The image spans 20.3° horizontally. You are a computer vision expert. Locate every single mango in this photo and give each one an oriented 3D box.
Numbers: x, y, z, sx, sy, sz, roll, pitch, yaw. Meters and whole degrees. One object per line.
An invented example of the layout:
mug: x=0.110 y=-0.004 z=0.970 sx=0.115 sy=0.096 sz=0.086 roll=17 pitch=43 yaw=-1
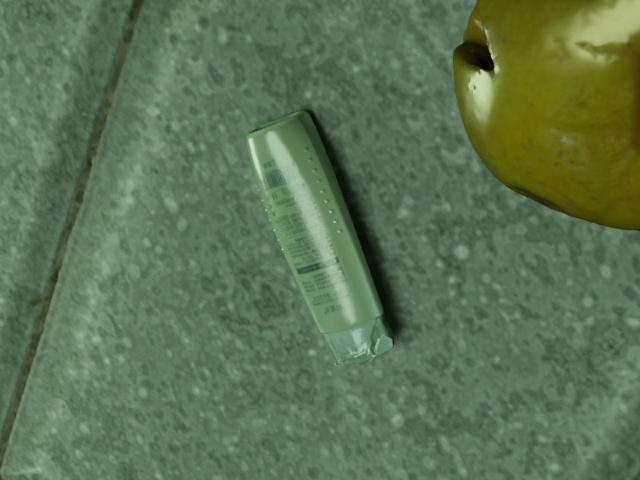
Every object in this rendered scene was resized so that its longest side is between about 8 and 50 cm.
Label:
mango: x=0.253 y=-0.146 z=1.180 sx=0.365 sy=0.182 sz=0.253 roll=-33 pitch=115 yaw=33

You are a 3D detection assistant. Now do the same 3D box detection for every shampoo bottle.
shampoo bottle: x=0.000 y=0.000 z=1.487 sx=0.072 sy=0.049 sz=0.212 roll=-16 pitch=100 yaw=31
